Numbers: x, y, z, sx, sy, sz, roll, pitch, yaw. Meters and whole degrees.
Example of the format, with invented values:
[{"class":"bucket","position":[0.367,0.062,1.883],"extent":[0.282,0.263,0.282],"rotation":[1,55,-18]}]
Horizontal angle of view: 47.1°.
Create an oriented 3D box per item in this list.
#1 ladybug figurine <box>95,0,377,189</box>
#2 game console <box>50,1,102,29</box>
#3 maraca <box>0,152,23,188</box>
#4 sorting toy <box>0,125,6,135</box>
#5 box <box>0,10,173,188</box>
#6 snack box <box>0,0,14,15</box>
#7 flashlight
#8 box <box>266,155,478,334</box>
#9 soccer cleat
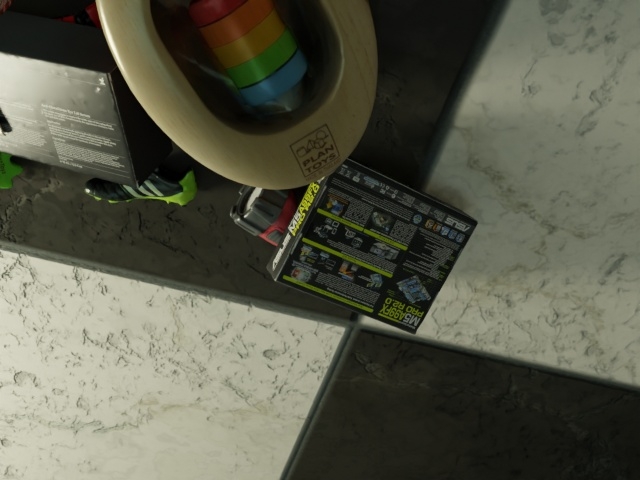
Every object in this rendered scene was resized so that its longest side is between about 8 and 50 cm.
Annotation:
[{"class":"ladybug figurine","position":[-0.099,-0.260,0.910],"extent":[0.305,0.162,0.449],"rotation":[-32,123,-4]},{"class":"game console","position":[-0.288,-0.277,1.043],"extent":[0.124,0.085,0.144],"rotation":[8,140,42]},{"class":"maraca","position":[-0.573,-0.113,1.163],"extent":[0.186,0.099,0.127],"rotation":[-14,137,-18]},{"class":"sorting toy","position":[-0.484,-0.173,1.026],"extent":[0.083,0.012,0.062],"rotation":[9,134,24]},{"class":"box","position":[-0.351,-0.197,1.008],"extent":[0.261,0.103,0.184],"rotation":[15,139,17]},{"class":"snack box","position":[-0.366,-0.378,0.831],"extent":[0.070,0.207,0.174],"rotation":[10,131,-4]},{"class":"flashlight","position":[0.000,0.000,1.216],"extent":[0.304,0.103,0.103],"rotation":[31,93,-26]},{"class":"box","position":[0.083,0.006,1.153],"extent":[0.270,0.060,0.216],"rotation":[22,102,-23]},{"class":"soccer cleat","position":[-0.288,-0.097,1.180],"extent":[0.179,0.060,0.072],"rotation":[2,122,-5]}]
